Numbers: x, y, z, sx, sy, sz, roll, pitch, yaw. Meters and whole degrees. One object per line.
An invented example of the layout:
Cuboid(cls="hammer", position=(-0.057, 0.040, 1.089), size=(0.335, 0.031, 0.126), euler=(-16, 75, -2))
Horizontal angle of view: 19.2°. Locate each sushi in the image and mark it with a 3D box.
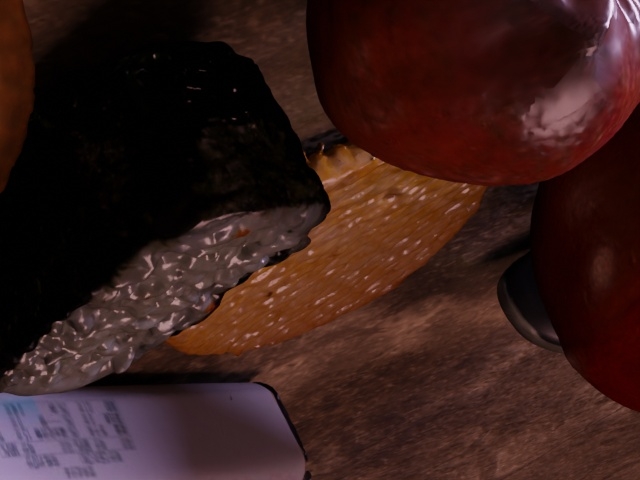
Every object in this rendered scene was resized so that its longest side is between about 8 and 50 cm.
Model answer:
Cuboid(cls="sushi", position=(-0.106, -0.014, 0.975), size=(0.124, 0.127, 0.225), euler=(-5, 157, -47))

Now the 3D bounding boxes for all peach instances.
Cuboid(cls="peach", position=(0.259, 0.009, 1.309), size=(0.245, 0.249, 0.274), euler=(-61, -179, -43))

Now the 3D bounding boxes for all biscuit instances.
Cuboid(cls="biscuit", position=(0.000, 0.000, 1.268), size=(0.254, 0.035, 0.254), euler=(-25, 158, -11))

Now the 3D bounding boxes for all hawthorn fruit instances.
Cuboid(cls="hawthorn fruit", position=(0.072, -0.111, 0.936), size=(0.185, 0.185, 0.202), euler=(-12, 171, -36))

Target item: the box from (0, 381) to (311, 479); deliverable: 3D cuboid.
Cuboid(cls="box", position=(-0.179, 0.189, 1.379), size=(0.190, 0.112, 0.370), euler=(-38, 156, 28))

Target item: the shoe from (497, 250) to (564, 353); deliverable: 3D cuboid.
Cuboid(cls="shoe", position=(0.279, -0.004, 1.491), size=(0.291, 0.114, 0.137), euler=(-29, 164, -4))

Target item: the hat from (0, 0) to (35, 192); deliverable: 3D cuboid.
Cuboid(cls="hat", position=(-0.255, -0.074, 0.677), size=(0.244, 0.233, 0.233), euler=(-4, 177, -25))
